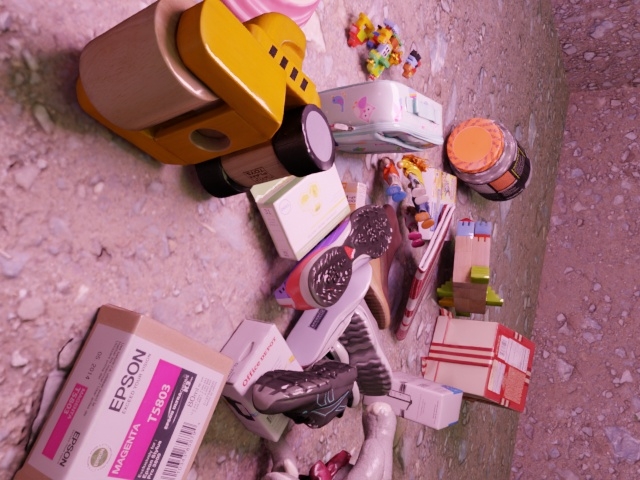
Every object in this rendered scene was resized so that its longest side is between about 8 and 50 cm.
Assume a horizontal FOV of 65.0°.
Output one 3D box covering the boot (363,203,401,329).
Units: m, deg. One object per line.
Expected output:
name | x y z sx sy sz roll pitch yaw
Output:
boot | 0.152 0.064 1.197 0.207 0.090 0.249 -45 126 -40

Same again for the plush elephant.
plush elephant | -0.021 0.457 0.899 0.255 0.272 0.330 27 30 -16

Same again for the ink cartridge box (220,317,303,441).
ink cartridge box | -0.103 0.240 0.870 0.127 0.072 0.175 -55 135 -35

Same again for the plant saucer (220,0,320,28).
plant saucer | -0.079 -0.505 0.807 0.332 0.084 0.333 -11 104 -54

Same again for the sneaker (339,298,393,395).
sneaker | 0.110 0.238 1.144 0.115 0.105 0.282 -66 146 -55

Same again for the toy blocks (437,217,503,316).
toy blocks | 0.473 0.060 1.565 0.381 0.190 0.261 58 39 -61

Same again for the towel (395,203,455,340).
towel | 0.265 0.087 1.298 0.237 0.037 0.329 -58 162 -35

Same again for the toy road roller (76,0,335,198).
toy road roller | -0.130 -0.222 0.683 0.329 0.202 0.241 32 53 -52

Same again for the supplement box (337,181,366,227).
supplement box | 0.060 -0.074 1.075 0.036 0.062 0.099 8 87 -53

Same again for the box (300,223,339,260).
box | 0.000 0.000 1.027 0.116 0.029 0.162 -23 113 -51

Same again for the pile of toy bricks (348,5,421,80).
pile of toy bricks | 0.140 -0.412 1.130 0.105 0.118 0.212 -53 156 11

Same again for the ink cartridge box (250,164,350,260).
ink cartridge box | -0.046 -0.108 0.897 0.171 0.056 0.235 -43 125 -35

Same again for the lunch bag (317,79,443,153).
lunch bag | 0.114 -0.232 0.992 0.279 0.223 0.108 -7 99 -55

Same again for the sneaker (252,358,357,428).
sneaker | -0.017 0.271 0.848 0.267 0.101 0.106 10 89 -56

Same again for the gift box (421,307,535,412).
gift box | 0.468 0.362 1.555 0.276 0.258 0.255 33 68 -30

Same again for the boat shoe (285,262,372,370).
boat shoe | 0.015 0.146 1.009 0.258 0.095 0.084 -49 159 -18

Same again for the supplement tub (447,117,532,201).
supplement tub | 0.542 -0.258 1.615 0.338 0.207 0.207 18 80 -55

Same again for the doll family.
doll family | 0.236 -0.119 1.246 0.163 0.118 0.263 -96 161 -47

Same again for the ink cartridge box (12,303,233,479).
ink cartridge box | -0.242 0.230 0.661 0.193 0.088 0.235 44 59 -49

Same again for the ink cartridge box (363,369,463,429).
ink cartridge box | 0.230 0.391 1.253 0.148 0.203 0.086 16 83 -54

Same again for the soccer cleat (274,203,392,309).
soccer cleat | 0.033 0.025 0.970 0.318 0.116 0.109 -44 111 -45

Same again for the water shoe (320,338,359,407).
water shoe | 0.025 0.294 1.083 0.080 0.073 0.203 -27 121 -19

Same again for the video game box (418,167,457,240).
video game box | 0.350 -0.101 1.499 0.187 0.048 0.206 2 93 -58
